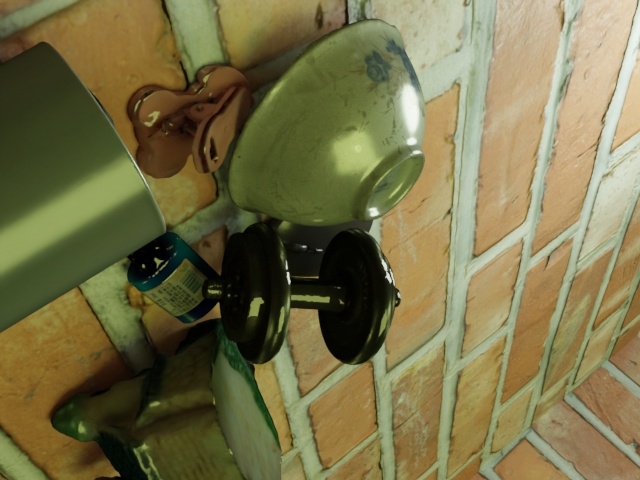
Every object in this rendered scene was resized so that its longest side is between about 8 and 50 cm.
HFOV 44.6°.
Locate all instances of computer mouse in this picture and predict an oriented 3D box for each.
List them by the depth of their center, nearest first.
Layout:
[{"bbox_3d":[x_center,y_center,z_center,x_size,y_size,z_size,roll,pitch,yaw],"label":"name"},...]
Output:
[{"bbox_3d":[0.001,0.001,1.210,0.232,0.057,0.120,2,124,-50],"label":"computer mouse"}]

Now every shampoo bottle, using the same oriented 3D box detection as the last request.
[{"bbox_3d":[-0.197,0.047,1.040,0.087,0.050,0.183,-44,148,-6],"label":"shampoo bottle"}]

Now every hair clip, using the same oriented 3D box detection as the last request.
[{"bbox_3d":[-0.148,-0.144,0.907,0.123,0.102,0.138,85,24,-52],"label":"hair clip"}]

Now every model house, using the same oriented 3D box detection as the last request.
[{"bbox_3d":[-0.226,0.305,1.160,0.284,0.243,0.299,-19,118,3],"label":"model house"}]

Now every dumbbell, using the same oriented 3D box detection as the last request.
[{"bbox_3d":[-0.019,0.074,1.065,0.289,0.192,0.192,4,126,-24],"label":"dumbbell"}]

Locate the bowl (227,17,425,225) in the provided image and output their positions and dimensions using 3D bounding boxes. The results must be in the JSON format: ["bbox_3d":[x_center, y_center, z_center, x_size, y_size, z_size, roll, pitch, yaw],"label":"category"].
[{"bbox_3d":[0.045,-0.112,1.000,0.313,0.146,0.313,-39,157,-20],"label":"bowl"}]

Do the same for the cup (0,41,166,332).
[{"bbox_3d":[-0.319,-0.014,0.690,0.312,0.205,0.205,-34,146,-17],"label":"cup"}]
